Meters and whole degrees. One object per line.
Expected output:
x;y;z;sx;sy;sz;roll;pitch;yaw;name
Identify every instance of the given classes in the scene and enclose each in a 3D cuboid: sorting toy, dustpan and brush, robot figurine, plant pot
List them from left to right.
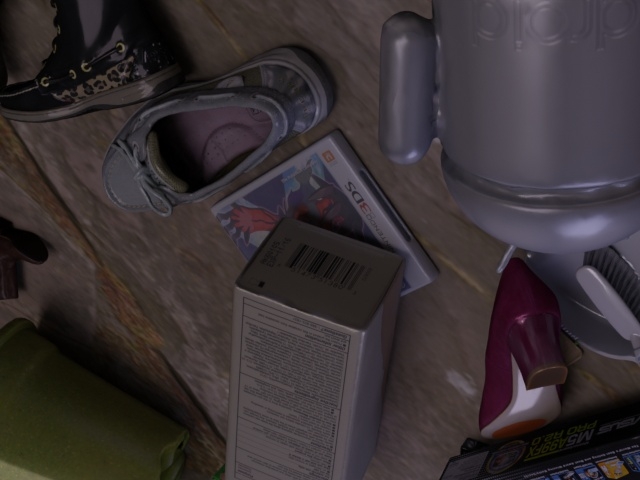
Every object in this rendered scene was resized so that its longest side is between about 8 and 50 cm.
-0.309;0.269;1.677;0.254;0.276;0.276;22;130;7;plant pot
0.229;0.099;1.344;0.062;0.012;0.083;46;134;0;sorting toy
0.190;-0.138;1.084;0.300;0.200;0.353;-8;120;-1;robot figurine
0.288;0.078;1.257;0.147;0.060;0.211;-32;98;43;dustpan and brush

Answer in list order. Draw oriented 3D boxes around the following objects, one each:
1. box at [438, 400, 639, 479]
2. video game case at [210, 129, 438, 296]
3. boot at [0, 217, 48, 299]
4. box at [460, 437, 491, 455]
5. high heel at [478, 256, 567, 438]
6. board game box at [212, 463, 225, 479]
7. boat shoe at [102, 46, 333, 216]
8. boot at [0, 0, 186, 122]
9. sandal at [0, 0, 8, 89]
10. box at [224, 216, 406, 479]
0.281;0.286;1.380;0.270;0.060;0.216;-25;109;40;box
0.000;0.000;1.428;0.201;0.023;0.183;-28;101;43;video game case
-0.381;0.039;1.702;0.106;0.037;0.114;34;131;29;boot
0.185;0.261;1.477;0.067;0.018;0.083;14;126;26;box
0.189;0.115;1.341;0.082;0.117;0.244;-11;155;-3;high heel
-0.037;0.442;1.730;0.213;0.046;0.317;20;129;23;board game box
-0.128;-0.099;1.393;0.320;0.103;0.118;-18;108;40;boat shoe
-0.264;-0.223;1.422;0.236;0.085;0.178;-5;113;32;boot
-0.370;-0.257;1.470;0.060;0.090;0.219;-2;117;16;sandal
-0.011;0.143;1.434;0.148;0.121;0.311;20;134;13;box
